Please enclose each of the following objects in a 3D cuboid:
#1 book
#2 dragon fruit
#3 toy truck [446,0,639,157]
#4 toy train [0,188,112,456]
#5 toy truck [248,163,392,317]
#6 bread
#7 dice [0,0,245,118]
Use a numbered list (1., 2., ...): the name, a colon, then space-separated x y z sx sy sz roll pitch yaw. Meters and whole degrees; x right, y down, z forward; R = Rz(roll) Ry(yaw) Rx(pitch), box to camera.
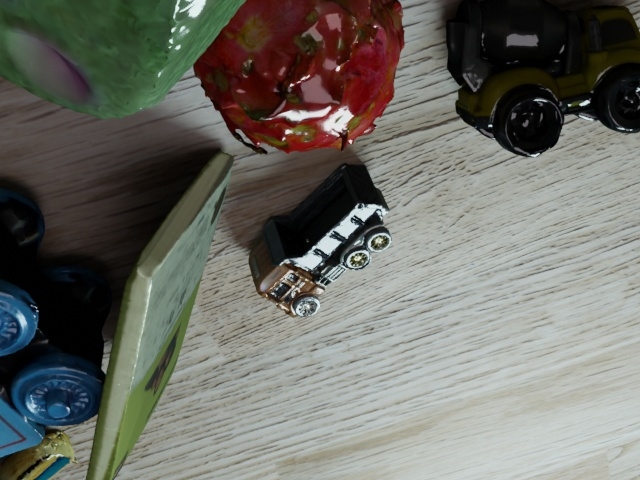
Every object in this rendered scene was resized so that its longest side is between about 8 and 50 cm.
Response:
1. book: -0.179 0.092 1.306 0.035 0.239 0.352 22 129 4
2. dragon fruit: -0.014 -0.181 1.125 0.205 0.210 0.268 -49 148 6
3. toy truck: 0.249 -0.190 1.239 0.224 0.147 0.165 -11 106 -5
4. toy train: -0.383 0.105 1.285 0.265 0.188 0.300 -20 135 12
5. toy truck: 0.000 0.000 1.366 0.092 0.083 0.192 30 116 -36
6. bread: -0.380 0.295 1.548 0.106 0.053 0.072 -41 153 24
7. dice: -0.157 -0.304 0.793 0.330 0.318 0.322 37 153 -8
